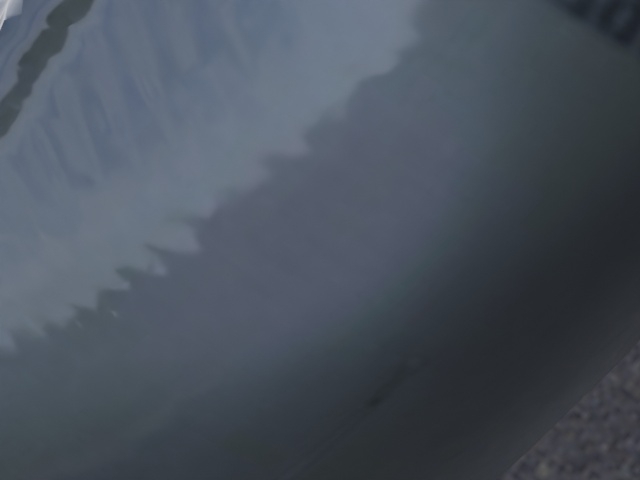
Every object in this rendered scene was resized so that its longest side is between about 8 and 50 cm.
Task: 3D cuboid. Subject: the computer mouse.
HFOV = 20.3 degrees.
[{"bbox_3d":[0.001,0.005,0.419,0.331,0.197,0.095,-53,35,29],"label":"computer mouse"}]
